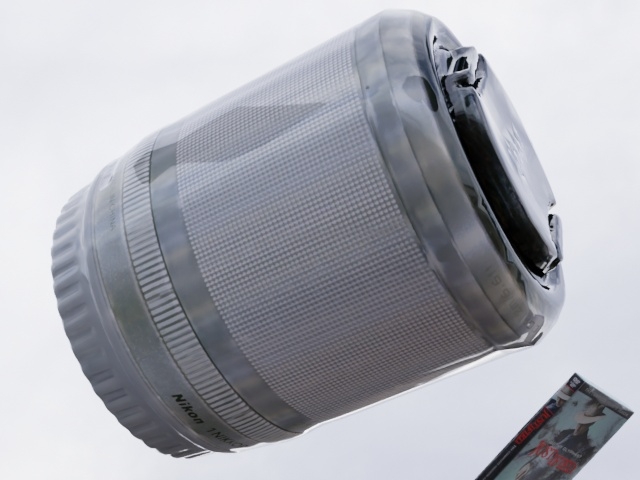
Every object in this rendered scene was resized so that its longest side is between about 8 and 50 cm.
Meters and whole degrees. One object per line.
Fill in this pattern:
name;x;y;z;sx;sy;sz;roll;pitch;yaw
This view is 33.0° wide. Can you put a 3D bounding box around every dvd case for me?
dvd case;0.154;0.147;0.736;0.119;0.013;0.087;-50;-43;8

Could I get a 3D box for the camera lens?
camera lens;0.000;0.000;0.682;0.274;0.219;0.219;-24;-58;20
